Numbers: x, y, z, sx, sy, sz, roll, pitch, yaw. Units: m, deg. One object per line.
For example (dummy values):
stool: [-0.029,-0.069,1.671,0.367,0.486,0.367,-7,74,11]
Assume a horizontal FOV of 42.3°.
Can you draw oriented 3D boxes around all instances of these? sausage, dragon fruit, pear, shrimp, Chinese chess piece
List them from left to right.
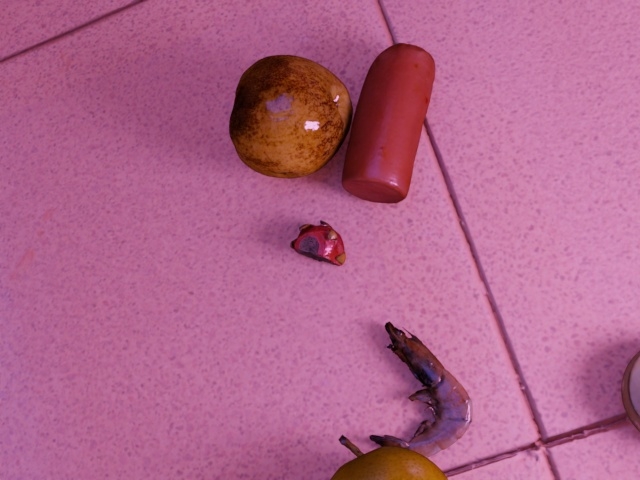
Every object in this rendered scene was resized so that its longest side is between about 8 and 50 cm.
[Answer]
pear: [-0.043,-0.190,1.294,0.197,0.197,0.197,-6,69,15]
dragon fruit: [0.000,0.000,1.280,0.083,0.056,0.060,18,77,24]
pear: [0.083,0.339,1.082,0.180,0.166,0.216,-38,43,15]
sausage: [0.108,-0.191,1.291,0.113,0.113,0.259,8,73,20]
shrimp: [0.116,0.220,1.178,0.148,0.035,0.195,-41,66,2]
Chinese chess piece: [0.463,0.197,1.065,0.144,0.058,0.144,-6,67,14]
